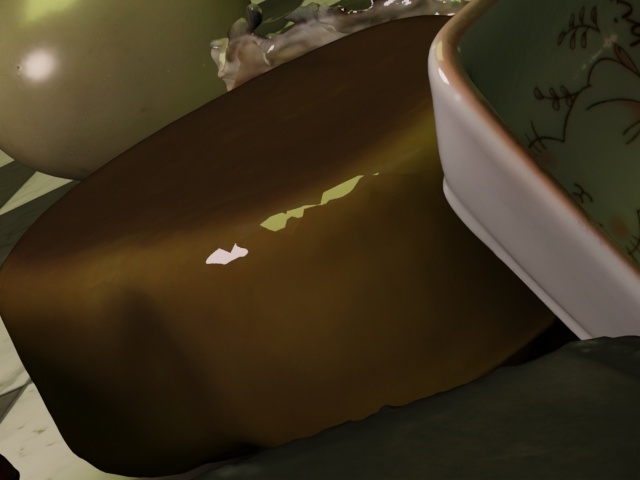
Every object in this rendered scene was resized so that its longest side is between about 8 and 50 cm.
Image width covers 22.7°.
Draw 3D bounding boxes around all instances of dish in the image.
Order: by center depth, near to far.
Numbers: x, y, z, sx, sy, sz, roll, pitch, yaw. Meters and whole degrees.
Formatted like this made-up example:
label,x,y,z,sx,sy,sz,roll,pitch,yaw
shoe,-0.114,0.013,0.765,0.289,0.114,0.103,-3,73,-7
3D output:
label,x,y,z,sx,sy,sz,roll,pitch,yaw
dish,0.126,-0.041,0.535,0.234,0.154,0.064,-43,-2,-43

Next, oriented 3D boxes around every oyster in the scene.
label,x,y,z,sx,sy,sz,roll,pitch,yaw
oyster,0.073,-0.118,0.911,0.238,0.115,0.351,-28,18,-30

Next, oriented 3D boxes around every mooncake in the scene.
label,x,y,z,sx,sy,sz,roll,pitch,yaw
mooncake,0.000,0.000,0.637,0.234,0.117,0.235,-25,15,7

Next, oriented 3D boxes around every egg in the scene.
label,x,y,z,sx,sy,sz,roll,pitch,yaw
egg,-0.160,-0.145,1.246,0.241,0.186,0.186,-25,12,-32

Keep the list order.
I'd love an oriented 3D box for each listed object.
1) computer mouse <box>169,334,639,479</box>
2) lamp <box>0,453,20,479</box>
label,x,y,z,sx,sy,sz,roll,pitch,yaw
computer mouse,0.012,0.109,0.349,0.295,0.087,0.168,-20,18,-22
lamp,-0.178,0.116,0.493,0.177,0.177,0.274,-29,16,1
